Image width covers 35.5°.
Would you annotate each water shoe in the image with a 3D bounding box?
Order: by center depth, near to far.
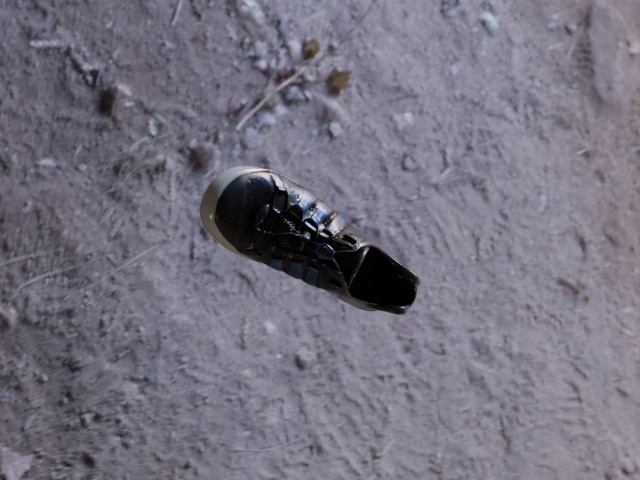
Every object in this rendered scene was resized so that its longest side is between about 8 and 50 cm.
[{"bbox_3d":[0.000,0.000,0.790,0.203,0.080,0.073,26,84,-38],"label":"water shoe"}]
